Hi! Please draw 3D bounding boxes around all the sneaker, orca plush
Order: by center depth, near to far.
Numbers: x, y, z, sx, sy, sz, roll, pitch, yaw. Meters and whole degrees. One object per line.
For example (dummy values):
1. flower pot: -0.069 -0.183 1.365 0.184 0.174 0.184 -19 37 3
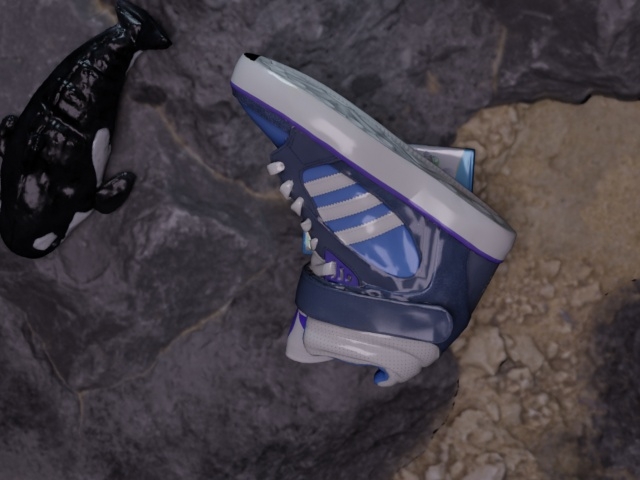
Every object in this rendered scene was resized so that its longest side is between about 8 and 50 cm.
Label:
1. sneaker: 0.000 0.000 1.402 0.322 0.130 0.236 35 103 -3
2. orca plush: -0.249 -0.098 1.466 0.151 0.102 0.287 45 106 0

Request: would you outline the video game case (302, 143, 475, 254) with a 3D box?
1. video game case: 0.066 -0.038 1.457 0.166 0.015 0.119 5 102 11
